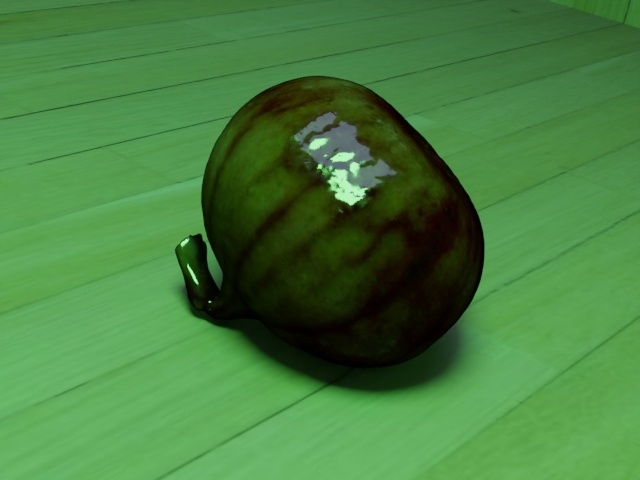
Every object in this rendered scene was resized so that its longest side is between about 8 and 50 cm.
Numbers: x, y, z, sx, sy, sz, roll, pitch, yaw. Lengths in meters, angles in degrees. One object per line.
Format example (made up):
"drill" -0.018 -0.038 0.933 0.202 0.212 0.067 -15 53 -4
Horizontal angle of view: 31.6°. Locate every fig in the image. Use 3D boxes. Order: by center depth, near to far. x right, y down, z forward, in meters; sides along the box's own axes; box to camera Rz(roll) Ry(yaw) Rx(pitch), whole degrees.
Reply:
"fig" 0.016 -0.009 0.876 0.235 0.214 0.235 25 3 -1
